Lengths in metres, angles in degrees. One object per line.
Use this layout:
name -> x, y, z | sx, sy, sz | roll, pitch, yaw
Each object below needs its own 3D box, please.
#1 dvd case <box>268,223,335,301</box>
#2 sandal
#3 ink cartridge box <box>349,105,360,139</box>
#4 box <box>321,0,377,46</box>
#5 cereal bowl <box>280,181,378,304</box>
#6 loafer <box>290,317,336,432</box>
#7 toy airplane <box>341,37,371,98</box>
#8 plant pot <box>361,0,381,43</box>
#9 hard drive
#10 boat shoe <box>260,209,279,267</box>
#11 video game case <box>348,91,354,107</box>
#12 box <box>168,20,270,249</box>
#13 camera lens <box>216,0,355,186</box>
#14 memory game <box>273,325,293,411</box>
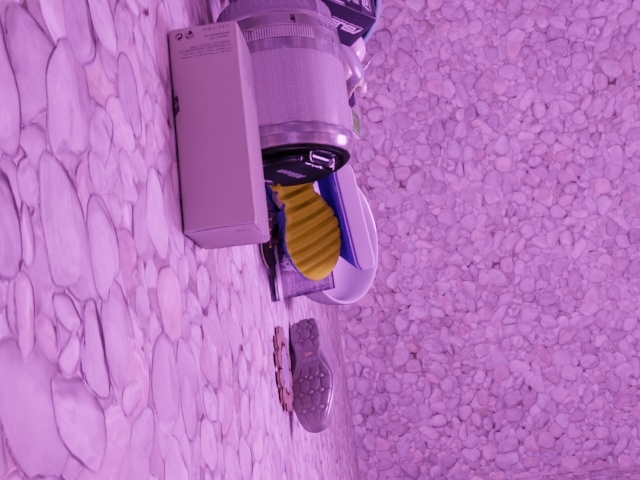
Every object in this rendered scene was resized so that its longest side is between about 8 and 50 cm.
dvd case -> -0.045, 0.041, 1.619 | 0.221, 0.018, 0.164 | -7, 90, -55
sandal -> -0.052, -0.067, 1.530 | 0.138, 0.126, 0.317 | 174, -102, -74
ink cartridge box -> -0.033, -0.234, 1.530 | 0.109, 0.209, 0.062 | 33, 47, -56
box -> -0.065, -0.577, 1.329 | 0.097, 0.318, 0.395 | -35, -128, 44
cereal bowl -> 0.000, 0.000, 1.825 | 0.339, 0.141, 0.339 | 18, 68, -53
loafer -> -0.012, 0.318, 1.680 | 0.319, 0.112, 0.111 | -94, 166, -52
toy airplane -> -0.031, -0.431, 1.647 | 0.384, 0.272, 0.386 | 102, -35, -69
plant pot -> -0.036, -0.714, 2.022 | 0.334, 0.341, 0.341 | -106, -176, -48
hard drive -> 0.047, -0.057, 1.579 | 0.319, 0.040, 0.210 | -147, -137, -82
boat shoe -> -0.104, -0.001, 1.476 | 0.049, 0.042, 0.133 | -96, 178, -60
video game case -> -0.037, -0.484, 1.878 | 0.035, 0.248, 0.275 | -54, 148, -43
box -> -0.131, -0.134, 0.947 | 0.113, 0.094, 0.275 | 66, 17, -75
camera lens -> -0.064, -0.240, 1.206 | 0.219, 0.219, 0.274 | 64, 19, -78
memory game -> -0.078, 0.271, 1.531 | 0.186, 0.012, 0.186 | -8, 90, -87
